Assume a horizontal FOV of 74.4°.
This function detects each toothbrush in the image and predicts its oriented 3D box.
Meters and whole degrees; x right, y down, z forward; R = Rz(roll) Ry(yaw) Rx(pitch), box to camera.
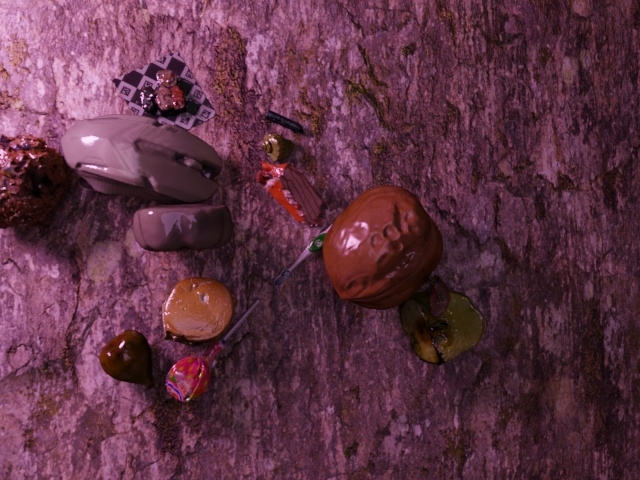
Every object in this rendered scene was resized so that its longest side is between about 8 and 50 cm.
[{"bbox_3d":[-0.002,0.000,1.396,0.418,0.040,0.042,-44,98,-18],"label":"toothbrush"}]

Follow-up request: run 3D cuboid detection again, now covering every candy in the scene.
[{"bbox_3d":[-0.307,0.317,1.268,0.124,0.124,0.365,45,69,-9],"label":"candy"}]

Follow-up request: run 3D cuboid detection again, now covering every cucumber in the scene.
[{"bbox_3d":[-0.115,-0.387,1.381,0.133,0.032,0.032,21,82,-13],"label":"cucumber"}]

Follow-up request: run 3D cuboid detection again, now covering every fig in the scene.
[{"bbox_3d":[-0.523,0.346,1.184,0.133,0.127,0.184,-42,95,-27],"label":"fig"}]

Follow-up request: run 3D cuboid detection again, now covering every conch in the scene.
[{"bbox_3d":[-0.139,-0.300,1.363,0.121,0.074,0.089,-8,117,-35],"label":"conch"}]

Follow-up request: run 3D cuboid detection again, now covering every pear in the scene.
[{"bbox_3d":[0.422,0.264,1.441,0.256,0.164,0.238,-21,83,-21],"label":"pear"}]

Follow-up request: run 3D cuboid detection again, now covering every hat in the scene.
[{"bbox_3d":[-0.673,-0.157,1.213,0.058,0.042,0.086,15,117,-16],"label":"hat"}]

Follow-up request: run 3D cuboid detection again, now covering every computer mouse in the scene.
[{"bbox_3d":[-0.491,-0.233,1.187,0.430,0.145,0.227,11,76,-23],"label":"computer mouse"}]

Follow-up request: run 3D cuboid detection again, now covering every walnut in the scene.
[{"bbox_3d":[0.187,0.024,1.303,0.398,0.308,0.354,-46,120,-15],"label":"walnut"}]

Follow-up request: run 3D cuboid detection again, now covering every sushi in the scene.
[{"bbox_3d":[-0.469,-0.439,1.276,0.220,0.047,0.231,-33,96,-15],"label":"sushi"}]

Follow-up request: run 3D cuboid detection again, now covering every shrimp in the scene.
[{"bbox_3d":[0.360,0.165,1.291,0.101,0.042,0.190,-53,134,-22],"label":"shrimp"}]

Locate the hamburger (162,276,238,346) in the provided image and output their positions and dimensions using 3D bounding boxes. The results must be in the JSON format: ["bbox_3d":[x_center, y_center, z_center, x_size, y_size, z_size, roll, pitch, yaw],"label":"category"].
[{"bbox_3d":[-0.347,0.210,1.226,0.216,0.122,0.189,-2,66,-16],"label":"hamburger"}]

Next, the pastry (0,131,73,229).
[{"bbox_3d":[-0.802,-0.159,1.092,0.275,0.193,0.274,0,89,-15],"label":"pastry"}]

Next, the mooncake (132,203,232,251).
[{"bbox_3d":[-0.379,-0.036,1.174,0.275,0.275,0.135,-4,94,-16],"label":"mooncake"}]

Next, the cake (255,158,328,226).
[{"bbox_3d":[-0.080,-0.151,1.345,0.287,0.135,0.098,40,63,-19],"label":"cake"}]
